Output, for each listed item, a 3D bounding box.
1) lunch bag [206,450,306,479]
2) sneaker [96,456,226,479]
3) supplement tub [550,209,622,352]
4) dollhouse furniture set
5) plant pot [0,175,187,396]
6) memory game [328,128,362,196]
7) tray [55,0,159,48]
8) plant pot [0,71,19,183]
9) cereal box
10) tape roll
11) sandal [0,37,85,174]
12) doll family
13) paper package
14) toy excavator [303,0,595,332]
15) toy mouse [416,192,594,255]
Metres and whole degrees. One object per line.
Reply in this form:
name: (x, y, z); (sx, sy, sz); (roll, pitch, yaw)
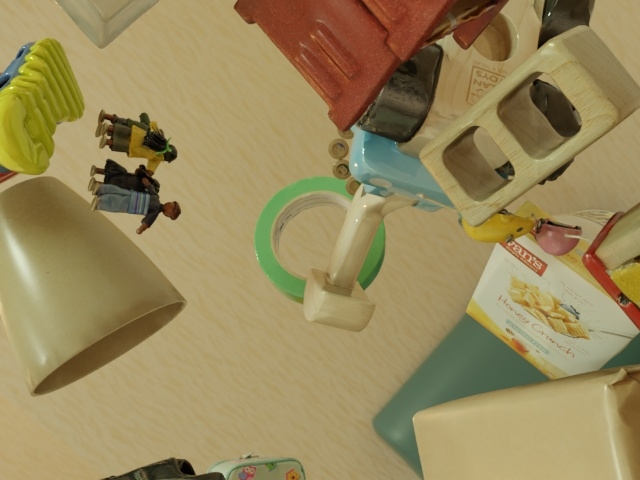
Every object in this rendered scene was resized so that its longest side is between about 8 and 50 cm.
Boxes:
lunch bag: (-0.143, 0.589, 1.421); (0.108, 0.224, 0.279); (-17, 71, 54)
sneaker: (-0.203, 0.311, 0.782); (0.283, 0.107, 0.124); (-6, 27, 42)
supplement tub: (0.435, 0.069, 1.128); (0.235, 0.235, 0.325); (-30, -13, 32)
dollhouse furniture set: (0.147, -0.096, 0.455); (0.201, 0.374, 0.152); (-36, -4, -40)
plant pot: (-0.386, 0.050, 1.028); (0.257, 0.274, 0.256); (-34, -7, -5)
memory game: (0.108, -0.153, 1.193); (0.186, 0.186, 0.012); (-39, 10, 11)
tray: (-0.354, -0.421, 0.956); (0.030, 0.270, 0.145); (-5, 41, 51)
plant pot: (-0.608, -0.187, 1.227); (0.191, 0.174, 0.191); (-27, 17, 9)
cereal box: (0.270, 0.076, 0.794); (0.047, 0.173, 0.240); (-43, -22, -20)
tape roll: (0.000, 0.000, 1.669); (0.321, 0.321, 0.077); (-46, -19, -11)
sandal: (-0.411, -0.179, 0.900); (0.138, 0.126, 0.317); (-12, 29, 5)
doll family: (-0.240, -0.094, 0.900); (0.076, 0.111, 0.192); (-23, 59, 54)
paper package: (0.269, 0.298, 0.696); (0.325, 0.168, 0.309); (-36, 59, 59)
toy excavator: (0.112, -0.104, 0.870); (0.445, 0.223, 0.432); (146, 138, -73)
toy mouse: (0.183, -0.011, 0.636); (0.143, 0.161, 0.031); (-5, -71, -65)
